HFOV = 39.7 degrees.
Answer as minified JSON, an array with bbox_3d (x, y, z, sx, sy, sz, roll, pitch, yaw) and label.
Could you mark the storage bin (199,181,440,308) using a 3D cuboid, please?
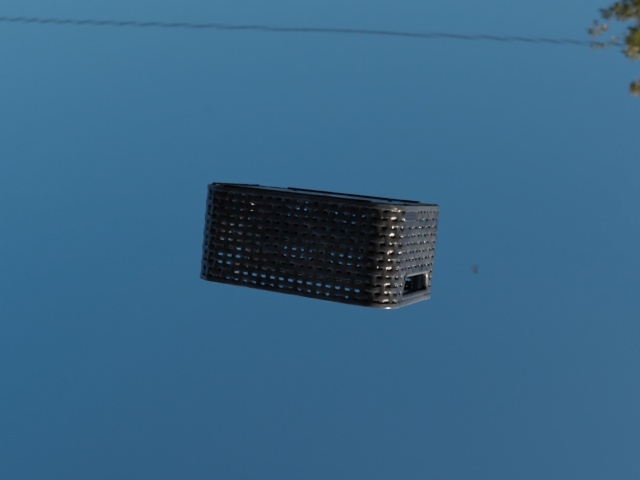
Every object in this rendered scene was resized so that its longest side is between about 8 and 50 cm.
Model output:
[{"bbox_3d":[0.000,0.000,0.757,0.180,0.084,0.122,7,-175,25],"label":"storage bin"}]
